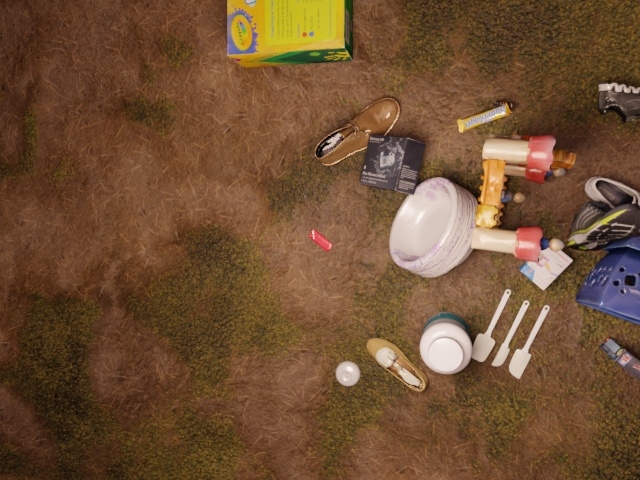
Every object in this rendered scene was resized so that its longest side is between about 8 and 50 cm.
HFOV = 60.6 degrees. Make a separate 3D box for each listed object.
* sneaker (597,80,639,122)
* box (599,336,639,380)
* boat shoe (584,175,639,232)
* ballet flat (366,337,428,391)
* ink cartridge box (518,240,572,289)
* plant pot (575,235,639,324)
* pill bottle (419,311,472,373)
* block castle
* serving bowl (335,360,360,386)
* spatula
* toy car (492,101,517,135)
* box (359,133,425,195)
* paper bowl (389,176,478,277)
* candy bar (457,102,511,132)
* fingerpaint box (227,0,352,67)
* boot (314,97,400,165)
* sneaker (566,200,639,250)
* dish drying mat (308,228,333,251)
[{"bbox_3d":[0.889,-0.375,1.523,0.234,0.078,0.106,12,99,16],"label":"sneaker"},{"bbox_3d":[0.905,0.373,1.517,0.233,0.159,0.044,39,101,8],"label":"box"},{"bbox_3d":[0.867,-0.093,1.537,0.258,0.084,0.095,30,99,10],"label":"boat shoe"},{"bbox_3d":[0.243,0.389,1.720,0.232,0.073,0.080,35,100,10],"label":"ballet flat"},{"bbox_3d":[0.662,0.071,1.612,0.088,0.052,0.122,42,100,8],"label":"ink cartridge box"},{"bbox_3d":[0.867,0.114,1.480,0.236,0.236,0.212,20,91,11],"label":"plant pot"},{"bbox_3d":[0.364,0.299,1.588,0.146,0.264,0.146,1,94,14],"label":"pill bottle"},{"bbox_3d":[0.535,-0.109,1.434,0.213,0.453,0.302,8,94,20],"label":"block castle"},{"bbox_3d":[0.088,0.437,1.783,0.083,0.027,0.083,1,92,13],"label":"serving bowl"},{"bbox_3d":[0.577,0.280,1.662,0.168,0.019,0.242,24,99,12],"label":"spatula"},{"bbox_3d":[0.550,-0.357,1.628,0.060,0.040,0.122,-4,107,36],"label":"toy car"},{"bbox_3d":[0.214,-0.230,1.647,0.156,0.093,0.158,18,98,47],"label":"box"},{"bbox_3d":[0.341,-0.029,1.583,0.148,0.284,0.284,22,100,-25],"label":"paper bowl"},{"bbox_3d":[0.486,-0.365,1.626,0.162,0.018,0.040,-14,89,36],"label":"candy bar"},{"bbox_3d":[-0.091,-0.781,1.687,0.371,0.163,0.444,0,93,13],"label":"fingerpaint box"},{"bbox_3d":[0.113,-0.334,1.690,0.305,0.115,0.112,-35,83,12],"label":"boot"},{"bbox_3d":[0.749,-0.057,1.470,0.111,0.300,0.121,5,77,-2],"label":"sneaker"},{"bbox_3d":[0.000,0.000,1.789,0.083,0.008,0.032,40,100,8],"label":"dish drying mat"}]
